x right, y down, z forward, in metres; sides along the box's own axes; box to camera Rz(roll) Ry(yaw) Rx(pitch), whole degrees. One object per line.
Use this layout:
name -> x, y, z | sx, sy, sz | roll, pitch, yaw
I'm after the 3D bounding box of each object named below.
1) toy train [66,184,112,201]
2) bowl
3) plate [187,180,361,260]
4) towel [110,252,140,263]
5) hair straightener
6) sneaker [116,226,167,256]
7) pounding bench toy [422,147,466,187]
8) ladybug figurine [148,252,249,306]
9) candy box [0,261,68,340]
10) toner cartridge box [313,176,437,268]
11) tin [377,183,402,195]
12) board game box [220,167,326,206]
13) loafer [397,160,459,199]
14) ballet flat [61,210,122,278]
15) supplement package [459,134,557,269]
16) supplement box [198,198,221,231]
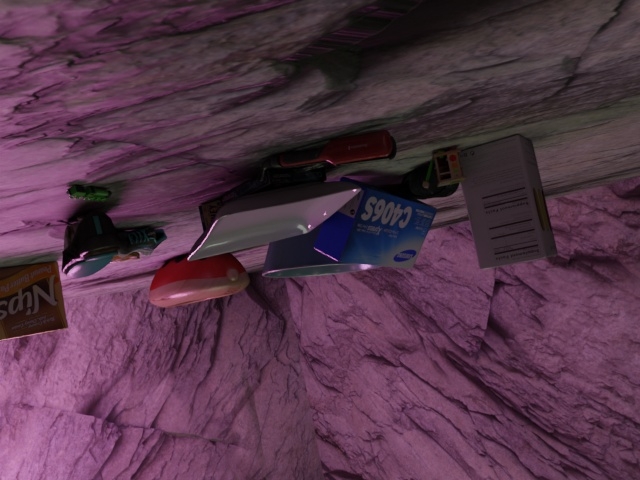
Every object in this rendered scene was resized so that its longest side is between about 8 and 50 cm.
toy train -> -0.350, -0.072, 0.979 | 0.024, 0.017, 0.083 | -25, 170, 21
bowl -> 0.000, 0.000, 1.646 | 0.312, 0.163, 0.311 | -5, 172, -1
plate -> -0.098, -0.044, 1.210 | 0.277, 0.045, 0.278 | -13, 169, -26
towel -> -0.583, 0.045, 1.759 | 0.102, 0.021, 0.237 | -13, 175, 4
hair straightener -> 0.009, -0.125, 1.016 | 0.230, 0.047, 0.089 | -13, 175, 18
sneaker -> -0.407, -0.006, 1.441 | 0.076, 0.065, 0.166 | -30, 173, 18
pounding bench toy -> 0.233, -0.140, 1.246 | 0.083, 0.065, 0.052 | -12, 176, 5
ladybug figurine -> -0.433, 0.132, 2.270 | 0.449, 0.162, 0.305 | -15, 173, 42
candy box -> -0.825, 0.166, 1.637 | 0.316, 0.183, 0.087 | -7, 174, -41
toner cartridge box -> 0.134, -0.030, 1.446 | 0.075, 0.165, 0.348 | 29, -168, 32
tin -> 0.188, -0.116, 1.615 | 0.190, 0.040, 0.106 | -9, 179, -30
board game box -> -0.092, -0.098, 1.213 | 0.126, 0.026, 0.186 | -8, 174, -36
loafer -> 0.229, -0.121, 1.379 | 0.078, 0.076, 0.223 | -14, -179, -12
ballet flat -> -0.428, 0.004, 1.200 | 0.095, 0.096, 0.280 | -13, 175, -33
supplement package -> 0.379, -0.073, 1.309 | 0.134, 0.244, 0.139 | -14, 175, 29
supplement box -> -0.190, -0.053, 1.325 | 0.083, 0.056, 0.083 | -15, 174, 23
